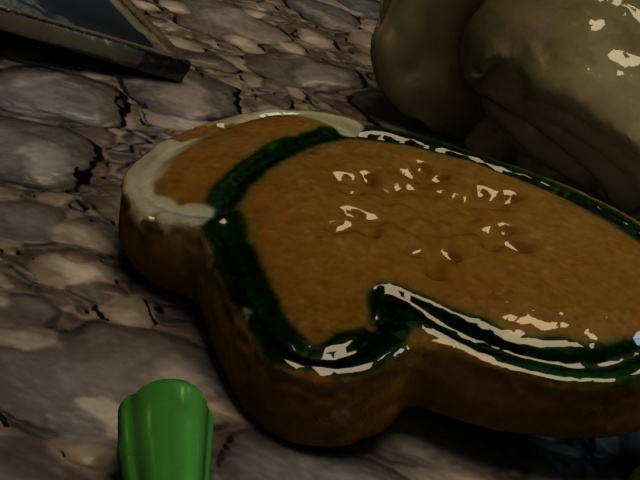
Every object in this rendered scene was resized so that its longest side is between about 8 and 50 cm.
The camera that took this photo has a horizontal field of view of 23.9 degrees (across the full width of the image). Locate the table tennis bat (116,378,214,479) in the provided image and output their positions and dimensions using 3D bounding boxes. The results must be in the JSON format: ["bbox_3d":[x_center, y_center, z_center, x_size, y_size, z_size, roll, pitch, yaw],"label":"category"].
[{"bbox_3d":[-0.057,0.137,0.571,0.160,0.039,0.257,11,28,-13],"label":"table tennis bat"}]

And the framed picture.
[{"bbox_3d":[-0.245,-0.193,1.174,0.260,0.023,0.189,12,20,-32],"label":"framed picture"}]

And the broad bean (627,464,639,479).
[{"bbox_3d":[0.190,0.121,0.774,0.061,0.046,0.195,26,22,26],"label":"broad bean"}]

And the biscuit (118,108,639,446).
[{"bbox_3d":[0.039,0.013,0.833,0.343,0.057,0.287,22,33,23],"label":"biscuit"}]

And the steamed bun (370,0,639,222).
[{"bbox_3d":[0.226,-0.182,1.239,0.339,0.247,0.352,27,28,24],"label":"steamed bun"}]
